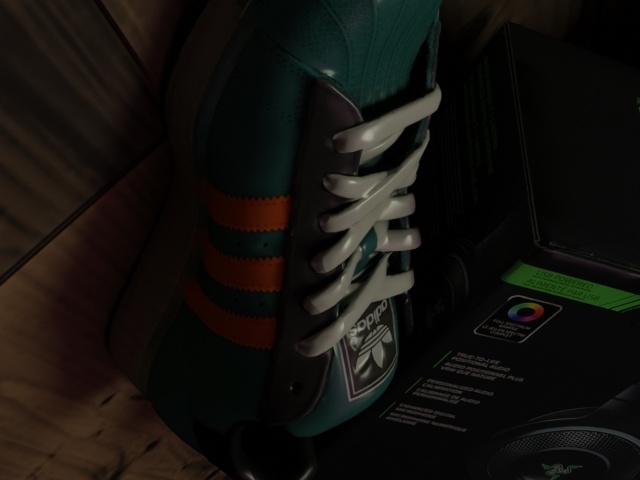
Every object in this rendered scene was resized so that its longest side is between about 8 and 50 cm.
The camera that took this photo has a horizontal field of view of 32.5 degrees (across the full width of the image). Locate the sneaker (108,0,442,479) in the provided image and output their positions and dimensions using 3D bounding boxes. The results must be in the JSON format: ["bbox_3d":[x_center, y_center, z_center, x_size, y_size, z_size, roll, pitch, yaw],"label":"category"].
[{"bbox_3d":[0.000,0.000,0.454,0.108,0.121,0.302,-29,156,-37],"label":"sneaker"}]

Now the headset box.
[{"bbox_3d":[0.142,0.045,0.577,0.246,0.131,0.283,16,141,-20],"label":"headset box"}]
